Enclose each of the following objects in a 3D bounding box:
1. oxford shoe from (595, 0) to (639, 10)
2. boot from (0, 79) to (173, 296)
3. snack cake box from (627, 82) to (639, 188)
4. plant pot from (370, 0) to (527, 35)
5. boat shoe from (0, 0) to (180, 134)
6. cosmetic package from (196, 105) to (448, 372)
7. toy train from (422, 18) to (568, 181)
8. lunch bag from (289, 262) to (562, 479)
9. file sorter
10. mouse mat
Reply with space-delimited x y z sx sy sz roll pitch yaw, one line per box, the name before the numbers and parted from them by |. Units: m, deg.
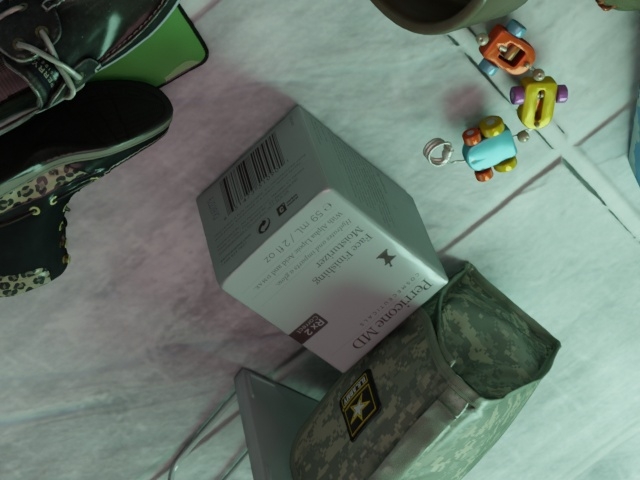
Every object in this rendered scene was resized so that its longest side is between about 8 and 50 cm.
oxford shoe | 0.257 -0.259 1.576 0.348 0.123 0.130 -10 132 -7
boot | -0.249 -0.049 1.612 0.236 0.085 0.178 -25 148 -17
snack cake box | 0.399 -0.141 1.664 0.152 0.089 0.264 -13 147 -5
plant pot | 0.180 -0.354 1.397 0.280 0.323 0.323 -15 128 -24
boat shoe | -0.255 -0.159 1.500 0.335 0.119 0.121 -32 126 9
cosmetic package | 0.000 0.000 1.667 0.151 0.151 0.184 -42 124 17
toy train | 0.173 -0.142 1.683 0.125 0.046 0.166 22 113 -26
lunch bag | 0.098 0.178 1.726 0.169 0.287 0.235 41 111 4
file sorter | -0.012 0.309 1.861 0.278 0.193 0.173 28 117 -29
mouse mat | -0.217 -0.181 1.573 0.190 0.007 0.152 -29 126 5
